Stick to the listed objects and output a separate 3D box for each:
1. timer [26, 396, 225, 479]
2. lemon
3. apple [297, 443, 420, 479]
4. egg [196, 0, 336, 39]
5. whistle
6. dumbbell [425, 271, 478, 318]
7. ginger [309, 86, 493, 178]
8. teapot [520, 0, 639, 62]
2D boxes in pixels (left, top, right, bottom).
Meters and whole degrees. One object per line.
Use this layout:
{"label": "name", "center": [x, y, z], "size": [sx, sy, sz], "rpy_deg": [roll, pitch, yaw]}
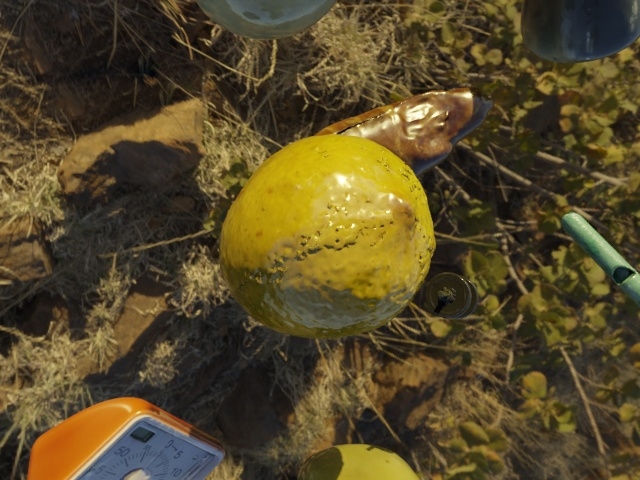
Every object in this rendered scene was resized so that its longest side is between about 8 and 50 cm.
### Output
{"label": "timer", "center": [-0.331, 0.389, 0.920], "size": [0.249, 0.161, 0.257], "rpy_deg": [-32, 136, 4]}
{"label": "lemon", "center": [0.000, 0.000, 0.683], "size": [0.310, 0.258, 0.257], "rpy_deg": [-23, 141, 37]}
{"label": "apple", "center": [0.066, 0.490, 0.925], "size": [0.262, 0.262, 0.263], "rpy_deg": [-14, 125, -20]}
{"label": "egg", "center": [-0.082, -0.425, 0.850], "size": [0.253, 0.187, 0.187], "rpy_deg": [-16, 128, 0]}
{"label": "whistle", "center": [0.472, 0.027, 0.869], "size": [0.039, 0.186, 0.039], "rpy_deg": [-32, 160, -13]}
{"label": "dumbbell", "center": [0.201, 0.085, 0.801], "size": [0.069, 0.069, 0.147], "rpy_deg": [-53, 154, 11]}
{"label": "ginger", "center": [0.131, -0.187, 1.093], "size": [0.418, 0.254, 0.176], "rpy_deg": [-28, 95, -11]}
{"label": "teapot", "center": [0.482, -0.517, 0.932], "size": [0.305, 0.223, 0.285], "rpy_deg": [-57, 144, -23]}
